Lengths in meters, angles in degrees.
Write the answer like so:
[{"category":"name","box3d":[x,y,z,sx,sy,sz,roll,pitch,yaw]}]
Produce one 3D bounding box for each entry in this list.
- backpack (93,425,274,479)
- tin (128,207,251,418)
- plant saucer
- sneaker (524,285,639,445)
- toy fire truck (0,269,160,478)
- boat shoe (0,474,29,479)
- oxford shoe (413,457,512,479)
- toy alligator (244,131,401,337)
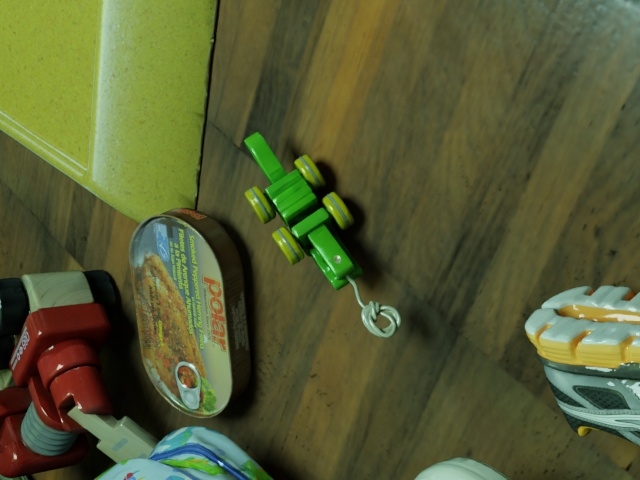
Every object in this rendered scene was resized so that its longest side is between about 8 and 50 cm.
[{"category":"backpack","box3d":[-0.139,0.323,0.838,0.290,0.273,0.355,42,156,22]},{"category":"tin","box3d":[-0.111,0.063,0.861,0.106,0.040,0.189,14,116,36]},{"category":"plant saucer","box3d":[-0.231,-0.200,0.897,0.333,0.081,0.332,30,123,37]},{"category":"sneaker","box3d":[0.212,0.079,0.522,0.215,0.084,0.083,10,122,48]},{"category":"toy fire truck","box3d":[-0.241,0.177,0.990,0.217,0.158,0.246,-55,52,40]},{"category":"boat shoe","box3d":[-0.430,0.271,1.250,0.223,0.080,0.073,36,120,28]},{"category":"oxford shoe","box3d":[0.072,0.346,0.680,0.169,0.130,0.449,33,128,36]},{"category":"toy alligator","box3d":[0.000,0.000,0.737,0.189,0.056,0.051,54,176,19]}]
